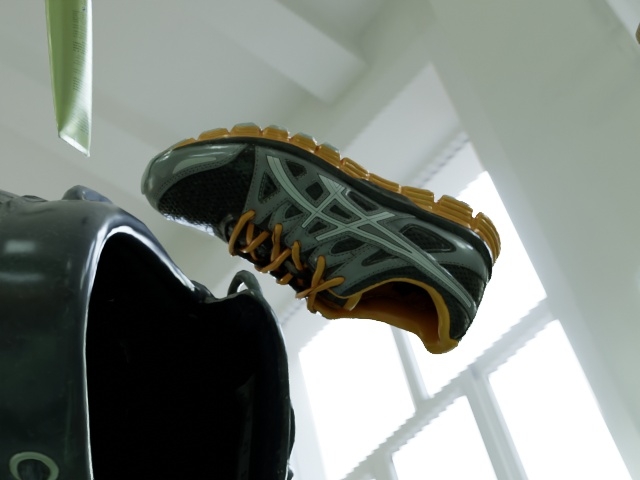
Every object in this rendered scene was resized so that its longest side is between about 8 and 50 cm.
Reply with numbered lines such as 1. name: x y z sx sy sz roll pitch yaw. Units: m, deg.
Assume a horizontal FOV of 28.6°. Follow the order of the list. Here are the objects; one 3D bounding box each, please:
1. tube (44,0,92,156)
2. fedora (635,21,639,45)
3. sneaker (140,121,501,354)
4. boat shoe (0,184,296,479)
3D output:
1. tube: -0.317 -0.232 1.586 0.070 0.240 0.062 3 -15 -36
2. fedora: 0.349 -0.183 1.144 0.194 0.194 0.079 24 -68 -29
3. sneaker: 0.000 0.000 0.715 0.214 0.083 0.084 16 -33 -5
4. boat shoe: -0.082 0.103 0.582 0.156 0.187 0.500 -5 -22 12
